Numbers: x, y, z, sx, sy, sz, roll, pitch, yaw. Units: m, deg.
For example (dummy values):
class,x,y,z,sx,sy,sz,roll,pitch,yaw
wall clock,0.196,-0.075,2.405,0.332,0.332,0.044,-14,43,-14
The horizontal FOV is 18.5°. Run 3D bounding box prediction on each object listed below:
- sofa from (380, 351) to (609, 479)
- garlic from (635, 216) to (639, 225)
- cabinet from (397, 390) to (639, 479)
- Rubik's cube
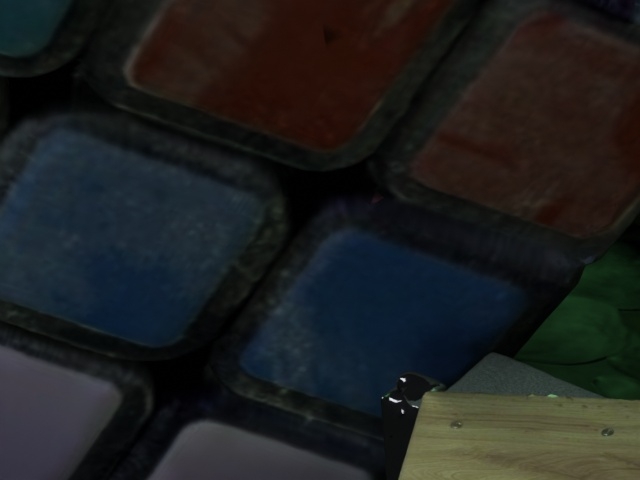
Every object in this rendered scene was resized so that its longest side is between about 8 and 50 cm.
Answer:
class,x,y,z,sx,sy,sz,roll,pitch,yaw
sofa,0.075,0.116,0.756,0.085,0.147,0.060,20,39,37
garlic,0.251,-0.109,1.182,0.279,0.132,0.325,17,36,28
cabinet,0.082,0.177,0.608,0.148,0.175,0.215,3,29,12
Rubik's cube,-0.081,-0.110,0.817,0.362,0.359,0.363,19,41,-25
